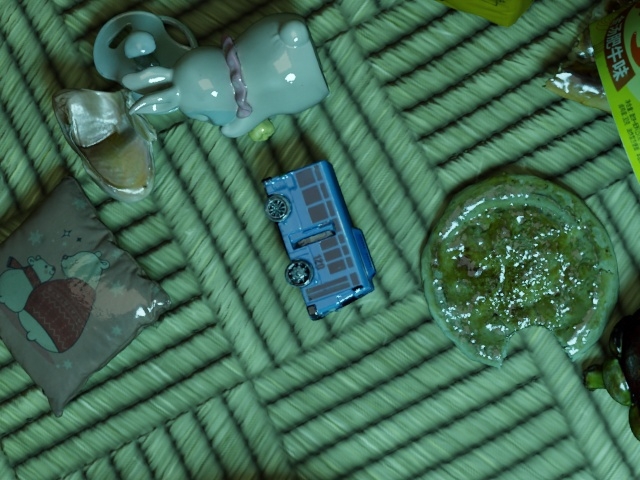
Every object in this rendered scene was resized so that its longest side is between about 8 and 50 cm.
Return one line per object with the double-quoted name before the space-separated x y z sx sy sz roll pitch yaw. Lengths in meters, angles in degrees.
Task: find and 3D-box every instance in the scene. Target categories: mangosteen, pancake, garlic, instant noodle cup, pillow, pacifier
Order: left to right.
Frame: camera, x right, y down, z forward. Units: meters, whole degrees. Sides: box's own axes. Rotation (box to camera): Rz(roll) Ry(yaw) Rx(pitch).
"pillow" -0.331 0.070 1.759 0.223 0.084 0.236 -40 80 6
"garlic" -0.274 -0.124 1.745 0.099 0.124 0.174 -29 92 -25
"pacifier" -0.216 -0.237 1.740 0.127 0.116 0.150 -39 81 -9
"pancake" 0.245 0.037 1.705 0.254 0.037 0.253 0 89 8
"pancake" 0.425 -0.235 1.680 0.212 0.056 0.257 36 93 7
"mangosteen" 0.421 0.154 1.625 0.172 0.172 0.184 31 119 8
"instant noodle cup" 0.441 -0.168 1.519 0.221 0.311 0.311 -20 85 19

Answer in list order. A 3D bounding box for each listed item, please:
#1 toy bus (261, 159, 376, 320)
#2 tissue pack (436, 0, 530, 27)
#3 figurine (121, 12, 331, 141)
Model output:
"toy bus" 0.000 0.000 1.714 0.106 0.090 0.184 -20 85 5
"tissue pack" 0.190 -0.430 1.558 0.228 0.382 0.293 20 91 5
"figurine" -0.114 -0.190 1.704 0.236 0.155 0.127 -17 76 5
